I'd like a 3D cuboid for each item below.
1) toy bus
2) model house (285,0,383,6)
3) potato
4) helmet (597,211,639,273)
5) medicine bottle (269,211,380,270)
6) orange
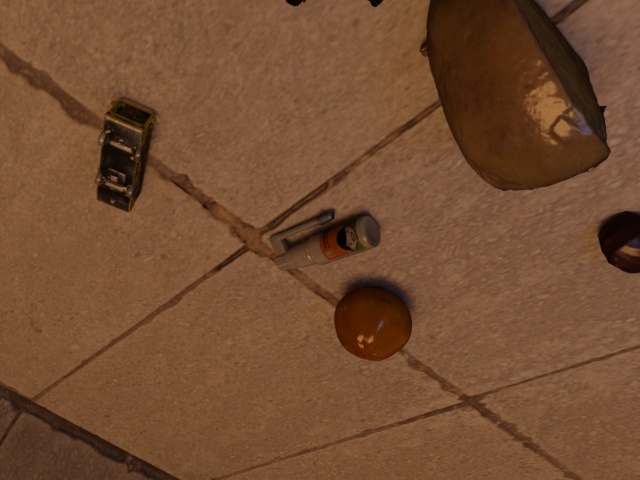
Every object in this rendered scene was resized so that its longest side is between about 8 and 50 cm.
[{"bbox_3d":[-0.349,-0.143,1.135,0.081,0.074,0.226,23,139,-4],"label":"toy bus"},{"bbox_3d":[-0.035,-0.346,0.645,0.283,0.297,0.317,37,133,-13],"label":"model house"},{"bbox_3d":[0.205,-0.197,0.801,0.211,0.189,0.264,-25,123,38],"label":"potato"},{"bbox_3d":[0.508,0.014,1.014,0.123,0.070,0.098,20,138,-1],"label":"helmet"},{"bbox_3d":[0.000,0.000,1.187,0.221,0.061,0.092,-20,102,35],"label":"medicine bottle"},{"bbox_3d":[0.103,0.169,1.270,0.159,0.136,0.159,12,137,11],"label":"orange"}]
